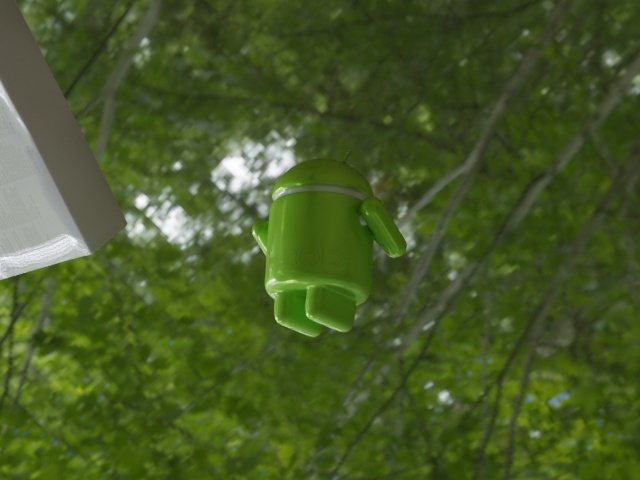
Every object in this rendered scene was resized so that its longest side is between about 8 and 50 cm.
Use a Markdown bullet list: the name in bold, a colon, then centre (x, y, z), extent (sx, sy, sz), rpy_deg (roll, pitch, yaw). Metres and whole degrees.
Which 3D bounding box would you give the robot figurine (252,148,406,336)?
- **robot figurine**: centre (0.000, 0.000, 0.793), extent (0.067, 0.101, 0.115), rpy_deg (25, -119, -46)

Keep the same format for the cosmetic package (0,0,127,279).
- **cosmetic package**: centre (-0.244, -0.095, 0.939), extent (0.239, 0.099, 0.060), rpy_deg (66, -150, -17)
